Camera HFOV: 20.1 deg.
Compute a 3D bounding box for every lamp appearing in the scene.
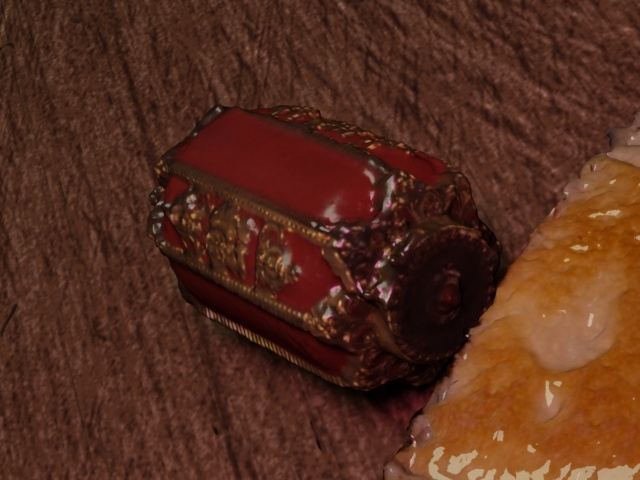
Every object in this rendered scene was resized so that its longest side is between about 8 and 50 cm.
[{"bbox_3d":[0.000,0.000,1.262,0.274,0.177,0.177,22,66,46],"label":"lamp"}]

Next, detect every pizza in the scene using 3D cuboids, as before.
[{"bbox_3d":[0.225,0.082,1.051,0.392,0.080,0.435,-34,35,-14],"label":"pizza"}]
